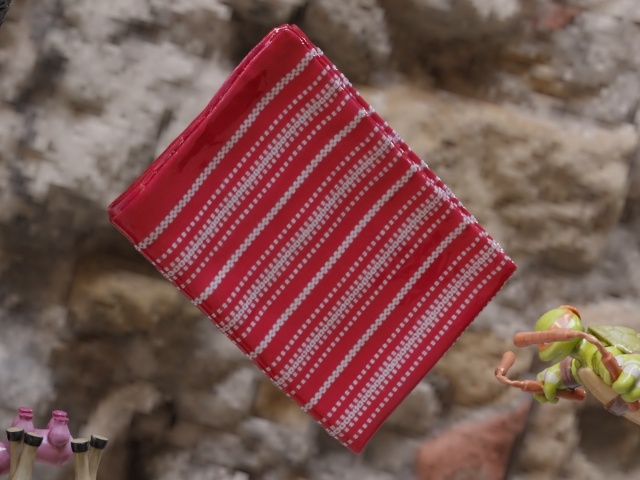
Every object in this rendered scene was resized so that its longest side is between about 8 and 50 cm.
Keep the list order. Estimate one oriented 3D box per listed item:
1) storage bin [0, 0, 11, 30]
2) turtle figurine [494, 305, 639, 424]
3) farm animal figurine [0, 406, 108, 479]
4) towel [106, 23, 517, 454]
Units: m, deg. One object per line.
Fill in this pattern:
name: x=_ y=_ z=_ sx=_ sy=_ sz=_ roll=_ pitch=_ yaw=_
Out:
storage bin: x=-0.332 y=-0.250 z=1.508 sx=0.180 sy=0.084 sz=0.122 roll=21 pitch=38 yaw=-10
turtle figurine: x=0.236 y=0.114 z=1.366 sx=0.217 sy=0.087 sz=0.269 roll=37 pitch=-11 yaw=-1
farm animal figurine: x=-0.412 y=0.258 z=1.889 sx=0.330 sy=0.172 sz=0.327 roll=13 pitch=6 yaw=42
towel: x=0.000 y=0.000 z=1.339 sx=0.275 sy=0.199 sz=0.031 roll=45 pitch=-8 yaw=-19
